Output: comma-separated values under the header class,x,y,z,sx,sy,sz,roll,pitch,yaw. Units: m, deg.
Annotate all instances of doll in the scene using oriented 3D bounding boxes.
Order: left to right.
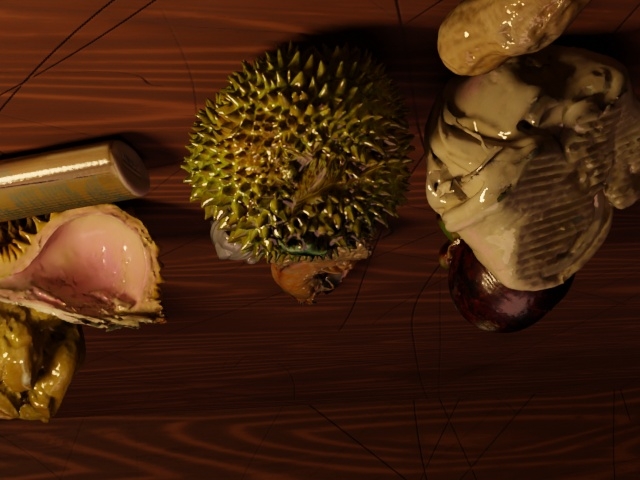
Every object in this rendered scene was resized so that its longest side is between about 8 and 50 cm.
class,x,y,z,sx,sy,sz,roll,pitch,yaw
doll,-0.124,0.001,2.143,0.094,0.079,0.180,35,176,11

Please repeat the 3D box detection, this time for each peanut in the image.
class,x,y,z,sx,sy,sz,roll,pitch,yaw
peanut,0.192,-0.231,1.438,0.099,0.099,0.214,6,166,-34

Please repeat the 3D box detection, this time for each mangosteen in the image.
class,x,y,z,sx,sy,sz,roll,pitch,yaw
mangosteen,0.287,0.027,2.177,0.216,0.216,0.216,-5,164,-2

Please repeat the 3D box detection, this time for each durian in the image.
class,x,y,z,sx,sy,sz,roll,pitch,yaw
durian,-0.378,0.026,2.022,0.305,0.185,0.195,5,180,-20
durian,-0.024,-0.089,1.587,0.291,0.225,0.291,-2,159,-1

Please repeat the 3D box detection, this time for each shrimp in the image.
class,x,y,z,sx,sy,sz,roll,pitch,yaw
shrimp,-0.002,0.053,2.399,0.152,0.063,0.287,-17,162,0

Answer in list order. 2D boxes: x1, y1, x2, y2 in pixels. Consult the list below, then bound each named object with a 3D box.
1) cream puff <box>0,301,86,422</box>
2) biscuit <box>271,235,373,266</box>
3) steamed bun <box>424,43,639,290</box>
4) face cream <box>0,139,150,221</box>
class,x,y,z,sx,sy,sz,roll,pitch,yaw
cream puff,-0.527,0.162,2.242,0.291,0.257,0.324,-12,163,7
biscuit,0.000,0.000,2.189,0.168,0.070,0.082,-7,156,11
steamed bun,0.238,-0.102,1.661,0.268,0.207,0.280,-44,139,-3
face cream,-0.374,-0.069,1.818,0.285,0.067,0.139,-10,163,11
